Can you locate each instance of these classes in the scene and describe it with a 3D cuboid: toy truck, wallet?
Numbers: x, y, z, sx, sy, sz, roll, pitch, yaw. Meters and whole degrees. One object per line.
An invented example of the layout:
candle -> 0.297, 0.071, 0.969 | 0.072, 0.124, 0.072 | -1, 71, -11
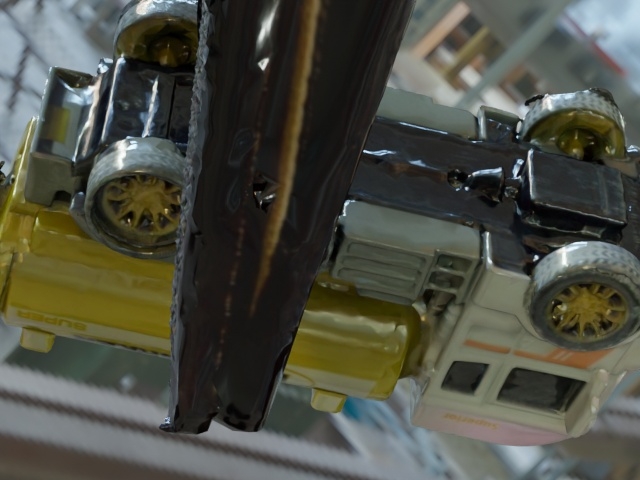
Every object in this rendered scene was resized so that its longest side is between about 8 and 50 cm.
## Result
toy truck -> 0.000, 0.000, 0.607 | 0.226, 0.114, 0.098 | 12, 42, -8
wallet -> 0.007, -0.115, 0.425 | 0.071, 0.262, 0.221 | 12, 27, -9
